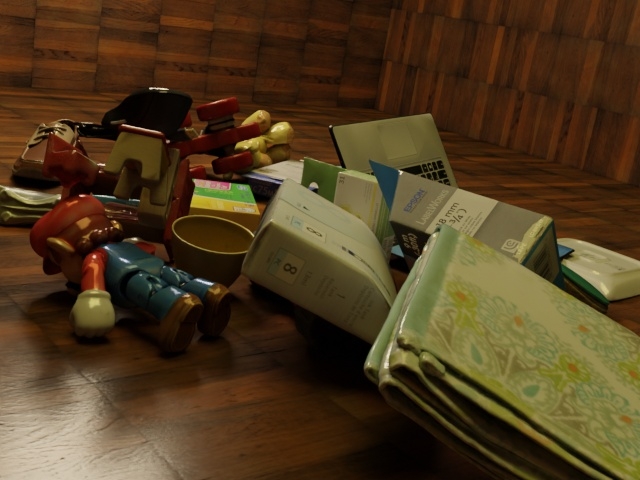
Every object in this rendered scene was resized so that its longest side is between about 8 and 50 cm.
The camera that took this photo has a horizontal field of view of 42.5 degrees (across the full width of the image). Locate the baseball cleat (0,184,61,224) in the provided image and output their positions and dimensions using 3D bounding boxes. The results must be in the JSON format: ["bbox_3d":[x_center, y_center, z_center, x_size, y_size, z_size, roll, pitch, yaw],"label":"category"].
[{"bbox_3d":[-0.532,-0.058,1.503,0.206,0.072,0.109,10,0,-6],"label":"baseball cleat"}]

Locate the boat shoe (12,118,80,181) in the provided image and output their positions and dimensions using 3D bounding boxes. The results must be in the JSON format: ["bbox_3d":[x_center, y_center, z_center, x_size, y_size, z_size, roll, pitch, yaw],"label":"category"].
[{"bbox_3d":[-0.616,-0.211,1.861,0.123,0.116,0.324,7,16,-9],"label":"boat shoe"}]

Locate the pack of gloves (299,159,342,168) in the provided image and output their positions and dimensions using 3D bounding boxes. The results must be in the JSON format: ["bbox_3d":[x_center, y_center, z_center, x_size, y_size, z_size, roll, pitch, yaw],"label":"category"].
[{"bbox_3d":[0.091,-0.194,2.246,0.232,0.046,0.195,16,0,33],"label":"pack of gloves"}]

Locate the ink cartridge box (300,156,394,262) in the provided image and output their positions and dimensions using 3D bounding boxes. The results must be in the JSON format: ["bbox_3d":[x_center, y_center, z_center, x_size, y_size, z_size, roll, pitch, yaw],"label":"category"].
[{"bbox_3d":[0.038,-0.055,1.598,0.235,0.171,0.056,18,18,30],"label":"ink cartridge box"}]

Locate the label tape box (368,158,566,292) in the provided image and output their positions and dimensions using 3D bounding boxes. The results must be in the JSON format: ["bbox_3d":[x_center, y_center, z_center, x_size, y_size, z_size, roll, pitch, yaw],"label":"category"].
[{"bbox_3d":[0.210,0.025,1.303,0.334,0.240,0.106,22,63,37],"label":"label tape box"}]

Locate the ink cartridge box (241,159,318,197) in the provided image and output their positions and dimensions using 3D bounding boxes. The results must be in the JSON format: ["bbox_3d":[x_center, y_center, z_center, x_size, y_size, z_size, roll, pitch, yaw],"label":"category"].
[{"bbox_3d":[-0.054,-0.140,2.042,0.186,0.065,0.311,15,14,18],"label":"ink cartridge box"}]

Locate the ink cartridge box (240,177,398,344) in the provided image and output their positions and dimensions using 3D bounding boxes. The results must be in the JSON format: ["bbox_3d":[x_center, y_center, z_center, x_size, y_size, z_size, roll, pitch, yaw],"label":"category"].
[{"bbox_3d":[0.088,0.060,1.158,0.385,0.091,0.308,28,12,-5],"label":"ink cartridge box"}]

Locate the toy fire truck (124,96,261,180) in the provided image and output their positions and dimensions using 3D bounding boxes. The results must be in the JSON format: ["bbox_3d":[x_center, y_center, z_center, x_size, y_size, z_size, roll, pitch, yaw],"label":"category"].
[{"bbox_3d":[-0.311,-0.230,1.979,0.302,0.169,0.254,-20,12,-27],"label":"toy fire truck"}]

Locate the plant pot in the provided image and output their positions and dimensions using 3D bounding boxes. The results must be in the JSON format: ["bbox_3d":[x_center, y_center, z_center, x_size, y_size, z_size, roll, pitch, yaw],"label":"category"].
[{"bbox_3d":[-0.175,0.031,1.297,0.134,0.095,0.134,13,22,-5],"label":"plant pot"}]

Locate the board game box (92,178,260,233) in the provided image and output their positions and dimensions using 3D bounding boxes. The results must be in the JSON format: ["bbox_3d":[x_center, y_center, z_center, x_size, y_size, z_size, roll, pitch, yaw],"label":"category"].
[{"bbox_3d":[-0.292,-0.072,1.660,0.317,0.064,0.242,6,16,-13],"label":"board game box"}]

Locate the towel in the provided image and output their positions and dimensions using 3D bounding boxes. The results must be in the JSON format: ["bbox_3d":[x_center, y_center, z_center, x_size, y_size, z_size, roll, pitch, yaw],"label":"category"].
[{"bbox_3d":[0.231,0.141,0.953,0.321,0.090,0.374,33,29,2],"label":"towel"}]

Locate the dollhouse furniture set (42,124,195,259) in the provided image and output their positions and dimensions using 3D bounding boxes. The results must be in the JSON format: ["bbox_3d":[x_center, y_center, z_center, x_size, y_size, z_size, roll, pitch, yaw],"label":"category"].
[{"bbox_3d":[-0.318,-0.107,1.293,0.201,0.152,0.374,10,-20,-2],"label":"dollhouse furniture set"}]

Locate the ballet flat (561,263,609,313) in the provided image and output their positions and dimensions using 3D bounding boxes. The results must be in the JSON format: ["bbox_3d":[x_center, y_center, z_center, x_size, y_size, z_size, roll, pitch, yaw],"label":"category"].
[{"bbox_3d":[0.371,0.057,1.461,0.349,0.123,0.123,35,3,-27],"label":"ballet flat"}]

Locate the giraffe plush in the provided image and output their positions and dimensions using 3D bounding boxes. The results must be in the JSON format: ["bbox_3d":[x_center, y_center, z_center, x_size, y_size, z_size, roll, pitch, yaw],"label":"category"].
[{"bbox_3d":[-0.177,-0.228,2.131,0.210,0.181,0.170,10,32,-8],"label":"giraffe plush"}]

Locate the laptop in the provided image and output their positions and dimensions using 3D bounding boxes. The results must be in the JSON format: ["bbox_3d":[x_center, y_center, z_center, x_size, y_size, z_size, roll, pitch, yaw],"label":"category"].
[{"bbox_3d":[0.277,-0.100,1.690,0.236,0.407,0.382,-21,-3,40],"label":"laptop"}]

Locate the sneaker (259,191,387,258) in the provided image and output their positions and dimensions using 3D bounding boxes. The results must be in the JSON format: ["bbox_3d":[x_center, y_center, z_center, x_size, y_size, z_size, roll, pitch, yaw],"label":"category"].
[{"bbox_3d":[0.000,0.000,1.533,0.146,0.122,0.330,21,6,-34],"label":"sneaker"}]

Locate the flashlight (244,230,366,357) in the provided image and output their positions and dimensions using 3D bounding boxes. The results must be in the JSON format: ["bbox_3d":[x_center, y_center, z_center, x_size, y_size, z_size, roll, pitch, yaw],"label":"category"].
[{"bbox_3d":[-0.038,0.072,1.251,0.103,0.103,0.304,-21,25,-12],"label":"flashlight"}]

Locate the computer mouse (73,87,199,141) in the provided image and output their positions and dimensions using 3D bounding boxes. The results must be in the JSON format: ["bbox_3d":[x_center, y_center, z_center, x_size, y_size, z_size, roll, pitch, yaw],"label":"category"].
[{"bbox_3d":[-0.264,-0.176,1.329,0.184,0.060,0.262,6,-11,-43],"label":"computer mouse"}]

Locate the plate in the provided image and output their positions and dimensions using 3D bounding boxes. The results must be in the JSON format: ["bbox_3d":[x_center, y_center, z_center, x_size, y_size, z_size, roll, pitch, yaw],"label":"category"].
[{"bbox_3d":[0.573,0.050,1.776,0.277,0.045,0.278,-5,22,-43],"label":"plate"}]

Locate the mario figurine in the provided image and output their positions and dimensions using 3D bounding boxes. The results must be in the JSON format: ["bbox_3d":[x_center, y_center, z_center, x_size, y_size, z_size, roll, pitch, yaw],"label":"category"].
[{"bbox_3d":[-0.287,0.064,1.168,0.321,0.170,0.198,29,-13,24],"label":"mario figurine"}]
